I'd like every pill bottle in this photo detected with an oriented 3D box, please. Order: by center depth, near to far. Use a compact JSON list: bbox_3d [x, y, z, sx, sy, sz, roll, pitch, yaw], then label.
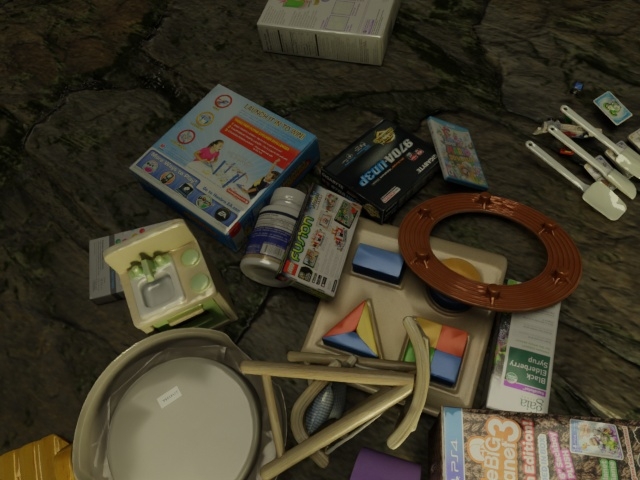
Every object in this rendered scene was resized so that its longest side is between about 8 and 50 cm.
[{"bbox_3d":[-0.083,-0.009,1.039,0.112,0.112,0.186,11,63,13],"label":"pill bottle"}]

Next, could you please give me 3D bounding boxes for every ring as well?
[{"bbox_3d":[0.316,0.002,0.960,0.337,0.032,0.336,0,40,0],"label":"ring"}]

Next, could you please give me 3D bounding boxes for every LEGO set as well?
[{"bbox_3d":[0.603,-0.233,1.124,0.183,0.060,0.244,-32,75,-11],"label":"LEGO set"}]

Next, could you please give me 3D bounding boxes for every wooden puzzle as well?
[{"bbox_3d":[0.159,0.122,0.957,0.322,0.080,0.347,16,65,15],"label":"wooden puzzle"}]

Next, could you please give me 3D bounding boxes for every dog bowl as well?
[{"bbox_3d":[-0.225,0.329,0.867,0.349,0.102,0.348,0,62,1],"label":"dog bowl"}]

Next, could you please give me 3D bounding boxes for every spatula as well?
[{"bbox_3d":[0.563,-0.170,1.069,0.168,0.019,0.242,-43,76,-9],"label":"spatula"}]

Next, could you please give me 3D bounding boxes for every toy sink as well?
[{"bbox_3d":[-0.265,0.092,0.937,0.153,0.234,0.131,-24,62,-7],"label":"toy sink"}]

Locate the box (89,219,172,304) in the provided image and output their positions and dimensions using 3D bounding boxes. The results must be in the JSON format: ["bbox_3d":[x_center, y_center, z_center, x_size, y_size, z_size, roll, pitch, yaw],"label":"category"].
[{"bbox_3d":[-0.396,0.046,1.090,0.186,0.038,0.145,-13,61,-1],"label":"box"}]

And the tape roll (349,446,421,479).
[{"bbox_3d":[0.063,0.433,0.690,0.090,0.274,0.274,13,64,13],"label":"tape roll"}]

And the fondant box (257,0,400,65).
[{"bbox_3d":[0.029,-0.600,1.354,0.331,0.096,0.238,12,64,12],"label":"fondant box"}]

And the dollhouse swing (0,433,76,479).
[{"bbox_3d":[-0.540,0.457,0.736,0.347,0.305,0.315,-22,62,-4],"label":"dollhouse swing"}]

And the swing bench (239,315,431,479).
[{"bbox_3d":[0.052,0.223,0.768,0.255,0.253,0.165,-16,76,10],"label":"swing bench"}]

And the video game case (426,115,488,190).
[{"bbox_3d":[0.297,-0.189,1.108,0.119,0.015,0.166,9,57,-29],"label":"video game case"}]

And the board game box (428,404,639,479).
[{"bbox_3d":[0.311,0.340,0.736,0.291,0.232,0.141,1,62,9],"label":"board game box"}]

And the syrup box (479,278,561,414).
[{"bbox_3d":[0.346,0.199,0.885,0.093,0.096,0.236,13,63,15],"label":"syrup box"}]

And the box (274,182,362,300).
[{"bbox_3d":[0.000,0.000,0.984,0.114,0.036,0.206,25,63,-10],"label":"box"}]

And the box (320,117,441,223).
[{"bbox_3d":[0.136,-0.156,1.108,0.175,0.051,0.220,38,63,24],"label":"box"}]

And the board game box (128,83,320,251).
[{"bbox_3d":[-0.213,-0.175,1.158,0.308,0.086,0.302,33,70,21],"label":"board game box"}]
